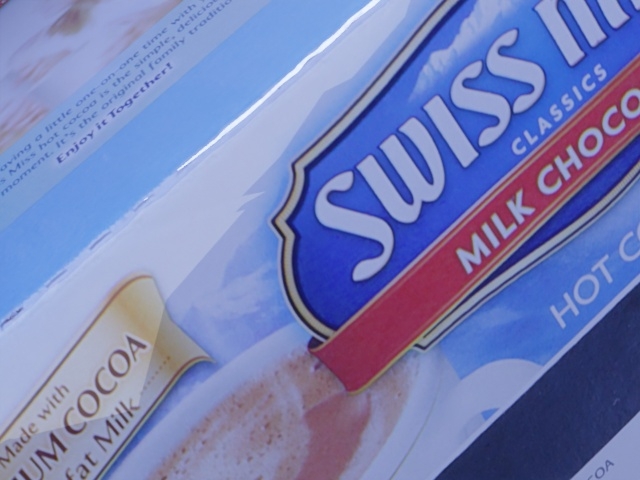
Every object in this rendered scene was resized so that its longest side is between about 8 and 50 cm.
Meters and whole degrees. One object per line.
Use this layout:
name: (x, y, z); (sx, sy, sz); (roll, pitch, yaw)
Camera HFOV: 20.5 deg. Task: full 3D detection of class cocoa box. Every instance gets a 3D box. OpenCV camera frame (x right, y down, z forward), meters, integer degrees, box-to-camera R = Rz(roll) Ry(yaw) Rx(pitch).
cocoa box: (0.000, 0.000, 0.604); (0.347, 0.231, 0.228); (-42, 120, -12)
